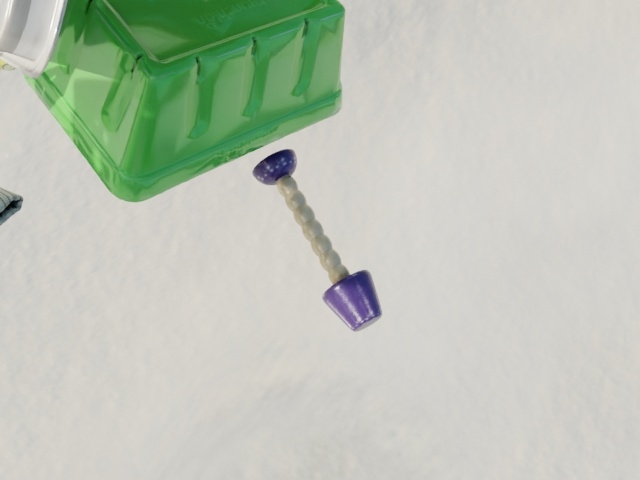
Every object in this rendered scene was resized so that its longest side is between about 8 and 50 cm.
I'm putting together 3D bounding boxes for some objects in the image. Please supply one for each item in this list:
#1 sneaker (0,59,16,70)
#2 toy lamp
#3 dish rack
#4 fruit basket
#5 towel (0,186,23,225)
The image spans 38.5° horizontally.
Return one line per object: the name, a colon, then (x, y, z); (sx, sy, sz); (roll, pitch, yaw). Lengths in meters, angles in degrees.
sneaker: (-0.430, -0.346, 1.313); (0.147, 0.384, 0.145); (9, 78, -37)
toy lamp: (0.000, 0.000, 1.292); (0.080, 0.080, 0.275); (-21, 75, -30)
dish rack: (-0.308, -0.321, 0.906); (0.072, 0.333, 0.286); (10, 101, -31)
fruit basket: (-0.183, -0.199, 1.197); (0.392, 0.392, 0.283); (-30, 71, -29)
towel: (-0.677, -0.010, 1.428); (0.324, 0.312, 0.056); (-50, 144, -29)
